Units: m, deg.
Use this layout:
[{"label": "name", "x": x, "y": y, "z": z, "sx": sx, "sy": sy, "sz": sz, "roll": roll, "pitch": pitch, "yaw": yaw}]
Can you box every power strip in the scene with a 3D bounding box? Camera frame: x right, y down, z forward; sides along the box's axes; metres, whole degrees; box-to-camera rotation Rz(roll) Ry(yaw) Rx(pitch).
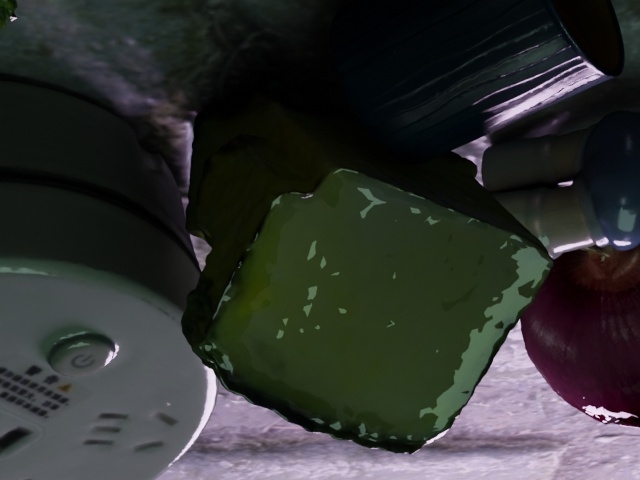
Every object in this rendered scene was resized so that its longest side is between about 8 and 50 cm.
[{"label": "power strip", "x": -0.251, "y": 0.067, "z": 1.032, "sx": 0.358, "sy": 0.161, "sz": 0.357, "roll": -10, "pitch": 144, "yaw": -8}]

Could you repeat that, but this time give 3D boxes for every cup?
[{"label": "cup", "x": 0.099, "y": -0.112, "z": 0.918, "sx": 0.138, "sy": 0.113, "sz": 0.150, "roll": -25, "pitch": 143, "yaw": 28}]

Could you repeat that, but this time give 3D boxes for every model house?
[{"label": "model house", "x": 0.000, "y": 0.000, "z": 0.996, "sx": 0.194, "sy": 0.211, "sz": 0.170, "roll": 17, "pitch": 112, "yaw": -27}]

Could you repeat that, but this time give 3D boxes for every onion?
[{"label": "onion", "x": 0.258, "y": 0.054, "z": 1.168, "sx": 0.207, "sy": 0.200, "sz": 0.200, "roll": -15, "pitch": 148, "yaw": -1}]

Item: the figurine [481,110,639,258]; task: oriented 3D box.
[{"label": "figurine", "x": 0.280, "y": -0.033, "z": 0.988, "sx": 0.382, "sy": 0.224, "sz": 0.205, "roll": -15, "pitch": 134, "yaw": 14}]

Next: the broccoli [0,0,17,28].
[{"label": "broccoli", "x": -0.273, "y": -0.131, "z": 0.705, "sx": 0.261, "sy": 0.241, "sz": 0.269, "roll": 26, "pitch": 108, "yaw": -16}]
